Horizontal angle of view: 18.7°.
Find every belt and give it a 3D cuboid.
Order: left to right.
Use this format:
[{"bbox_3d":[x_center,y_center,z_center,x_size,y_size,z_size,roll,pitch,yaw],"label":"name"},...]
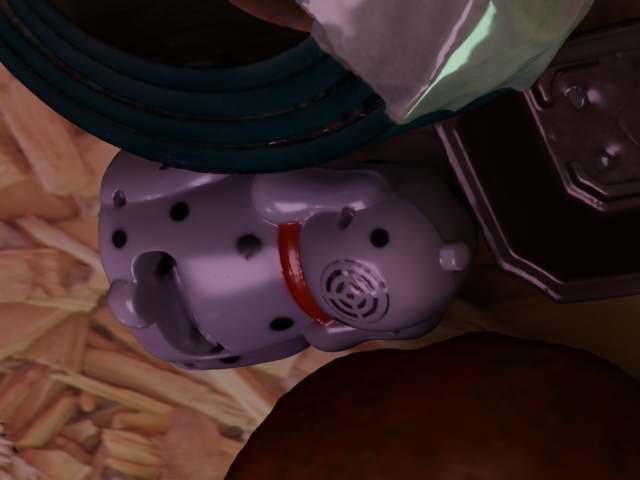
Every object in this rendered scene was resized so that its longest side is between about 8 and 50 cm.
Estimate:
[{"bbox_3d":[-0.037,-0.198,1.141,0.436,0.173,0.300,12,114,41],"label":"belt"}]

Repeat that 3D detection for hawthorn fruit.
[{"bbox_3d":[0.098,0.272,1.255,0.402,0.403,0.403,19,131,23],"label":"hawthorn fruit"}]

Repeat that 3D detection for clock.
[{"bbox_3d":[-0.001,-0.002,1.296,0.254,0.189,0.189,-3,120,38],"label":"clock"}]

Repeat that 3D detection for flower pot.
[{"bbox_3d":[0.204,-0.064,1.171,0.250,0.084,0.179,-9,117,40],"label":"flower pot"}]
